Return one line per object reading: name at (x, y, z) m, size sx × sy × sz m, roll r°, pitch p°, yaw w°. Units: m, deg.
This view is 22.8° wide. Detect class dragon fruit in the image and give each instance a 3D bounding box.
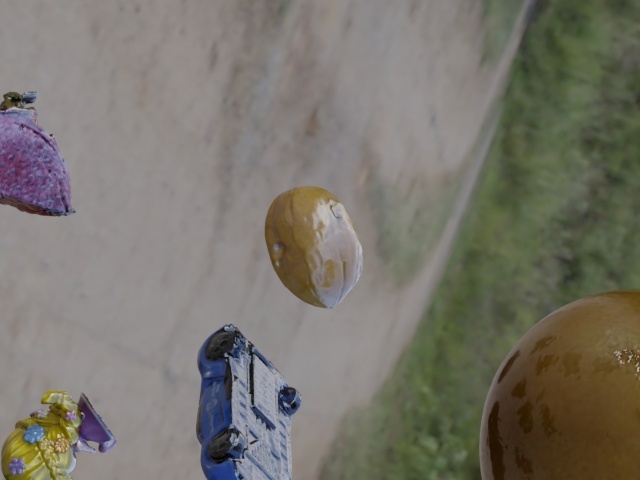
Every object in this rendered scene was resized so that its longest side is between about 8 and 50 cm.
dragon fruit at (-0.275, -0.080, 1.347) m, size 0.147 × 0.102 × 0.096 m, roll 22°, pitch 75°, yaw -49°

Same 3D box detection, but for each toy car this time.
toy car at (-0.066, 0.163, 1.335) m, size 0.063 × 0.103 × 0.216 m, roll -29°, pitch -147°, yaw 19°

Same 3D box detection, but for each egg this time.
egg at (0.278, 0.187, 1.177) m, size 0.282 × 0.351 × 0.282 m, roll -45°, pitch -167°, yaw 13°

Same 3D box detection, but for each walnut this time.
walnut at (0.000, 0.000, 1.463) m, size 0.091 × 0.121 × 0.052 m, roll -13°, pitch 166°, yaw -34°

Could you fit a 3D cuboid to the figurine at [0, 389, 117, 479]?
figurine at (-0.309, 0.227, 1.721) m, size 0.156 × 0.095 × 0.115 m, roll -36°, pitch 134°, yaw -7°
